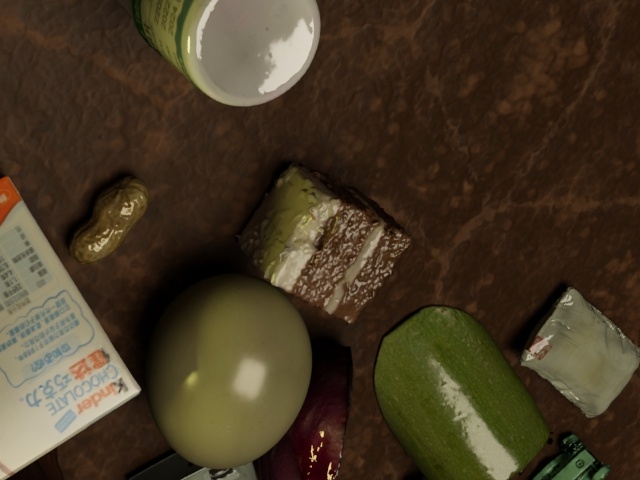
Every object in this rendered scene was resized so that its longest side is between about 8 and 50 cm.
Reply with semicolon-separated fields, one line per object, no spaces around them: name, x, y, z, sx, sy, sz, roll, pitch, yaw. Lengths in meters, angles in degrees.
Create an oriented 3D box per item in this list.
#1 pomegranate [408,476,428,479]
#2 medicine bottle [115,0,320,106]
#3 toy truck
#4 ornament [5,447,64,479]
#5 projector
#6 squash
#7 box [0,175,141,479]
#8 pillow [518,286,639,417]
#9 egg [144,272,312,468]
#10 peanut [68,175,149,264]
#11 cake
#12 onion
pomegranate;0.145;0.396;1.995;0.114;0.114;0.142;-13;96;-26
medicine bottle;-0.112;-0.229;1.366;0.139;0.237;0.139;-17;125;-25
toy truck;0.348;0.364;2.126;0.154;0.080;0.078;-44;158;-3
ornament;-0.355;0.329;1.554;0.235;0.217;0.221;23;102;-39
projector;-0.153;0.308;1.774;0.147;0.061;0.115;-26;129;-17
squash;0.172;0.207;1.948;0.189;0.189;0.260;-38;95;-8
box;-0.363;0.115;1.458;0.273;0.048;0.265;-32;98;-13
pillow;0.365;0.160;2.023;0.229;0.051;0.128;37;86;-42
egg;-0.105;0.149;1.629;0.186;0.186;0.241;-10;129;-28
peanut;-0.225;-0.021;1.543;0.054;0.054;0.113;35;95;-41
cake;0.000;0.000;1.649;0.147;0.134;0.135;26;101;-30
onion;-0.026;0.255;1.743;0.111;0.247;0.250;10;106;-1
